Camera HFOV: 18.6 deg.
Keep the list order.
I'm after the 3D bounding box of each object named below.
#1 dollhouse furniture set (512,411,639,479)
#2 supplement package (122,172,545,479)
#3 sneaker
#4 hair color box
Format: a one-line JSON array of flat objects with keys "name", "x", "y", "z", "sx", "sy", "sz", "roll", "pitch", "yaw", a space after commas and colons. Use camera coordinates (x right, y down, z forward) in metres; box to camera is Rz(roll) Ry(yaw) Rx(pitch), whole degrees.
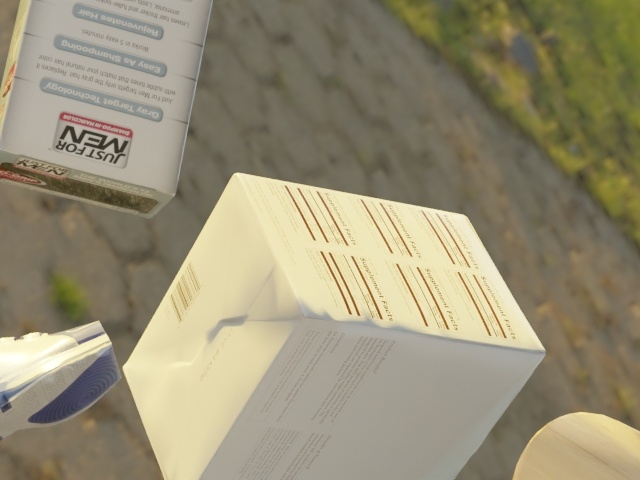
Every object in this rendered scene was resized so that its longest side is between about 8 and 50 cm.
[{"name": "dollhouse furniture set", "x": 0.027, "y": 0.282, "z": 0.966, "sx": 0.256, "sy": 0.394, "sz": 0.362, "roll": 29, "pitch": -16, "yaw": 11}, {"name": "supplement package", "x": 0.005, "y": 0.083, "z": 1.368, "sx": 0.203, "sy": 0.194, "sz": 0.149, "roll": 10, "pitch": 37, "yaw": -33}, {"name": "sneaker", "x": -0.403, "y": 0.147, "z": 2.254, "sx": 0.182, "sy": 0.315, "sz": 0.127, "roll": 55, "pitch": -19, "yaw": 26}, {"name": "hair color box", "x": -0.215, "y": -0.229, "z": 2.010, "sx": 0.185, "sy": 0.113, "sz": 0.375, "roll": 14, "pitch": 72, "yaw": -15}]
